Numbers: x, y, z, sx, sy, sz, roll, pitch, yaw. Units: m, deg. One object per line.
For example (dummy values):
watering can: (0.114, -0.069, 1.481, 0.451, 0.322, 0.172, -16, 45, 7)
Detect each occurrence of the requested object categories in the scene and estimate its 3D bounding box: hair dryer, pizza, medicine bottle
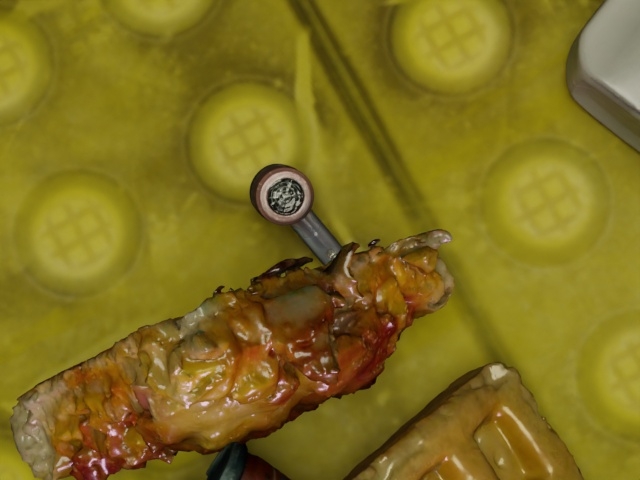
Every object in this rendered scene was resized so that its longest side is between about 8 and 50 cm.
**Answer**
hair dryer: (0.000, 0.000, 0.758, 0.037, 0.063, 0.114, -41, 100, -2)
pizza: (-0.049, 0.073, 0.661, 0.290, 0.229, 0.081, -21, 82, -1)
medicine bottle: (0.249, -0.143, 0.756, 0.119, 0.069, 0.183, 38, 88, 6)

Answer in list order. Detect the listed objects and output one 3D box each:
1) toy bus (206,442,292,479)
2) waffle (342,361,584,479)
toy bus: (-0.080, 0.255, 0.706, 0.120, 0.121, 0.265, 31, 85, -4)
waffle: (0.078, 0.220, 0.666, 0.248, 0.055, 0.221, -33, 89, -36)
